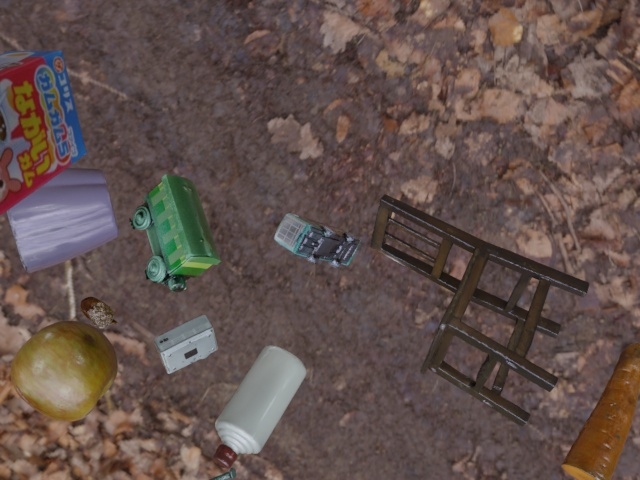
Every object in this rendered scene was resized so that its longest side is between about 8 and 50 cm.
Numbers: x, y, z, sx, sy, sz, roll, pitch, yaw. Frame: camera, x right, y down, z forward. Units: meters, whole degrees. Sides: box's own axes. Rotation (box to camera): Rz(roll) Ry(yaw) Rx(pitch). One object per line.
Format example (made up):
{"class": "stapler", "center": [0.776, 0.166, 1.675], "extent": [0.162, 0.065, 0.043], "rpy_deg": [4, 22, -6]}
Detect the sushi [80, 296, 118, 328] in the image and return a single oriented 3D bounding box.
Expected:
{"class": "sushi", "center": [-0.521, 0.171, 1.721], "extent": [0.055, 0.052, 0.120], "rpy_deg": [35, 157, 25]}

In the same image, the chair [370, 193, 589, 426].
{"class": "chair", "center": [0.246, 0.124, 1.371], "extent": [0.416, 0.241, 0.203], "rpy_deg": [24, 149, 13]}

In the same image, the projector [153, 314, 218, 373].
{"class": "projector", "center": [-0.343, 0.272, 1.887], "extent": [0.147, 0.061, 0.115], "rpy_deg": [-25, 146, -18]}

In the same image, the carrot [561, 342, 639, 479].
{"class": "carrot", "center": [0.387, 0.223, 0.968], "extent": [0.061, 0.210, 0.061], "rpy_deg": [28, 157, 13]}

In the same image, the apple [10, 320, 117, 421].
{"class": "apple", "center": [-0.654, 0.343, 1.904], "extent": [0.264, 0.264, 0.264], "rpy_deg": [6, 119, 11]}

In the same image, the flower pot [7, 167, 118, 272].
{"class": "flower pot", "center": [-0.645, -0.063, 1.845], "extent": [0.243, 0.265, 0.265], "rpy_deg": [-11, 119, -15]}

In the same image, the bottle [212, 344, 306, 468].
{"class": "bottle", "center": [-0.127, 0.326, 1.413], "extent": [0.104, 0.245, 0.104], "rpy_deg": [25, 149, 16]}

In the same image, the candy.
{"class": "candy", "center": [-0.420, -0.121, 0.900], "extent": [0.100, 0.306, 0.157], "rpy_deg": [2, 118, 15]}

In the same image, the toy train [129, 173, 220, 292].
{"class": "toy train", "center": [-0.396, -0.018, 1.978], "extent": [0.202, 0.120, 0.301], "rpy_deg": [-35, 64, 28]}

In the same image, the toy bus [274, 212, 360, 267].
{"class": "toy bus", "center": [0.000, 0.000, 1.699], "extent": [0.109, 0.261, 0.091], "rpy_deg": [32, 97, 27]}

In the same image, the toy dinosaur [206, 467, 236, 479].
{"class": "toy dinosaur", "center": [-0.367, 0.679, 1.827], "extent": [0.330, 0.383, 0.129], "rpy_deg": [-18, 77, 11]}
